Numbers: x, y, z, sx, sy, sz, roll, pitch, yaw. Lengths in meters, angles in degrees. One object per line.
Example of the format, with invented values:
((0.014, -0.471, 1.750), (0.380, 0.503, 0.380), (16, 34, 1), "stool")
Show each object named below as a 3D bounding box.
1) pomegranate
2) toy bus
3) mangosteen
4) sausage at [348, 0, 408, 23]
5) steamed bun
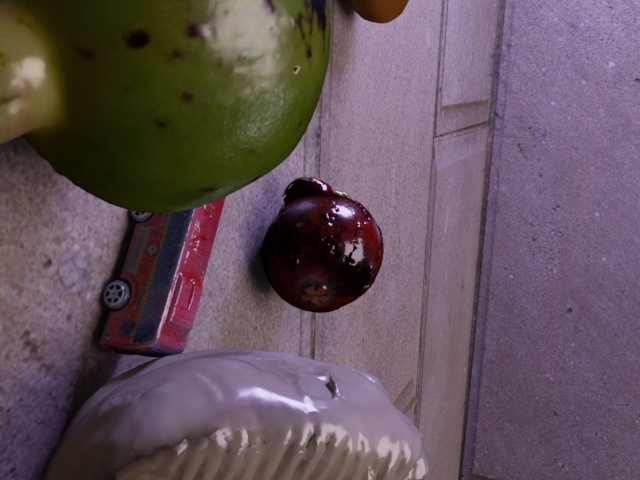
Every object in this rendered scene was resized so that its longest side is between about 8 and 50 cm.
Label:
((-0.131, -0.137, 0.464), (0.341, 0.261, 0.260), (-42, 135, -52), "pomegranate")
((-0.147, 0.017, 0.664), (0.065, 0.077, 0.192), (38, 61, -61), "toy bus")
((0.000, 0.000, 0.915), (0.166, 0.166, 0.180), (68, 10, -49), "mangosteen")
((0.047, -0.420, 0.951), (0.328, 0.112, 0.112), (36, 64, -62), "sausage")
((-0.085, 0.222, 0.640), (0.324, 0.219, 0.309), (-4, 116, -23), "steamed bun")
